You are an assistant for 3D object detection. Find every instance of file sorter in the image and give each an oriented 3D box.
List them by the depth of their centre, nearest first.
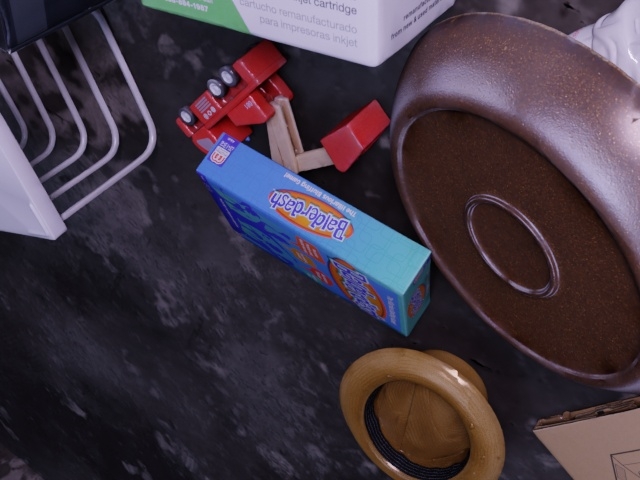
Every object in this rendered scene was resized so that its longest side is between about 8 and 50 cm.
[{"bbox_3d":[-0.348,-0.138,0.895,0.278,0.173,0.192,7,130,39],"label":"file sorter"}]

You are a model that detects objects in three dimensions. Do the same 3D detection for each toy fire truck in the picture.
[{"bbox_3d":[-0.041,-0.105,0.745,0.135,0.047,0.192,50,143,-9],"label":"toy fire truck"}]

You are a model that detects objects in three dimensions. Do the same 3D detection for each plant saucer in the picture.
[{"bbox_3d":[0.147,-0.007,0.577,0.310,0.050,0.310,47,162,21],"label":"plant saucer"}]

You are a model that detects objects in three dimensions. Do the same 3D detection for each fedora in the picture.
[{"bbox_3d":[0.112,0.172,0.836,0.194,0.079,0.194,21,130,26],"label":"fedora"}]

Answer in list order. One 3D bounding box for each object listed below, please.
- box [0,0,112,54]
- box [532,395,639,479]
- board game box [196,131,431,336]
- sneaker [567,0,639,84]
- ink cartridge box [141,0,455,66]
[{"bbox_3d":[-0.205,-0.278,0.631,0.051,0.175,0.220,30,140,20],"label":"box"},{"bbox_3d":[0.315,0.226,0.746,0.201,0.021,0.164,50,142,-5],"label":"box"},{"bbox_3d":[0.000,0.000,0.750,0.210,0.047,0.160,30,167,17],"label":"board game box"},{"bbox_3d":[0.215,-0.043,0.550,0.115,0.090,0.232,-8,111,55],"label":"sneaker"},{"bbox_3d":[-0.026,-0.281,0.506,0.211,0.121,0.289,21,136,27],"label":"ink cartridge box"}]
